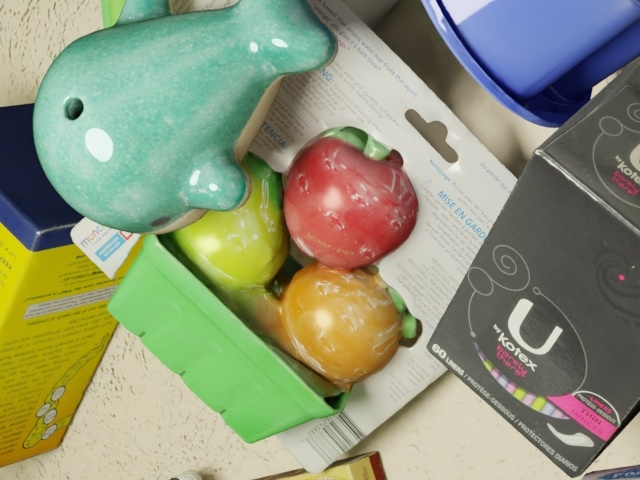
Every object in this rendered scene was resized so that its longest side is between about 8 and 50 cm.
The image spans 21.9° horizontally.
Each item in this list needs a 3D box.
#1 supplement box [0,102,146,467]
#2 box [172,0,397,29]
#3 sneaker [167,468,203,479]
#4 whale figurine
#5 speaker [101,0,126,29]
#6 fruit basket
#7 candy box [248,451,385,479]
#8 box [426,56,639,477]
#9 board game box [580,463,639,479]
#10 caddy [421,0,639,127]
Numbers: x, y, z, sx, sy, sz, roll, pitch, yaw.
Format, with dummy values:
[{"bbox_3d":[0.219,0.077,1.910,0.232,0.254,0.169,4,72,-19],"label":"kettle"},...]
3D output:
[{"bbox_3d":[-0.341,0.056,1.739,0.194,0.195,0.356,43,122,24],"label":"supplement box"},{"bbox_3d":[-0.020,-0.245,1.431,0.182,0.181,0.119,-45,68,36],"label":"box"},{"bbox_3d":[-0.157,0.350,1.718,0.153,0.094,0.235,53,126,16],"label":"sneaker"},{"bbox_3d":[-0.118,-0.121,1.322,0.272,0.141,0.216,-33,67,27],"label":"whale figurine"},{"bbox_3d":[-0.146,-0.236,1.570,0.131,0.131,0.296,2,100,38],"label":"speaker"},{"bbox_3d":[0.000,0.000,1.466,0.327,0.165,0.353,44,111,-8],"label":"fruit basket"},{"bbox_3d":[-0.011,0.278,1.615,0.186,0.053,0.109,-18,88,38],"label":"candy box"},{"bbox_3d":[0.214,0.027,1.238,0.165,0.143,0.270,40,144,14],"label":"box"},{"bbox_3d":[0.379,0.309,1.235,0.318,0.066,0.319,-10,93,18],"label":"board game box"},{"bbox_3d":[0.142,-0.255,1.267,0.179,0.241,0.341,-28,81,32],"label":"caddy"}]
